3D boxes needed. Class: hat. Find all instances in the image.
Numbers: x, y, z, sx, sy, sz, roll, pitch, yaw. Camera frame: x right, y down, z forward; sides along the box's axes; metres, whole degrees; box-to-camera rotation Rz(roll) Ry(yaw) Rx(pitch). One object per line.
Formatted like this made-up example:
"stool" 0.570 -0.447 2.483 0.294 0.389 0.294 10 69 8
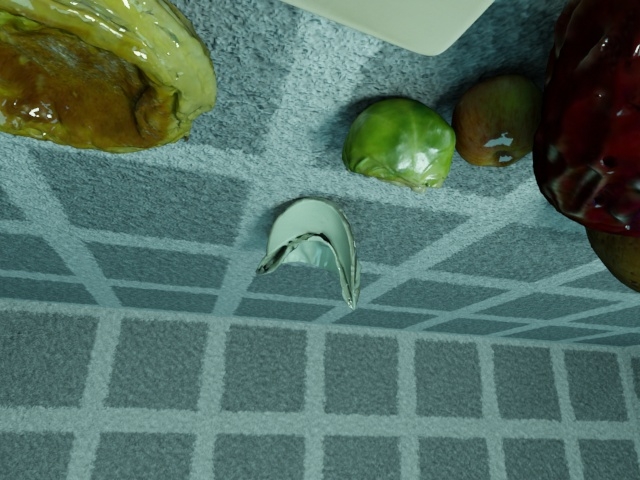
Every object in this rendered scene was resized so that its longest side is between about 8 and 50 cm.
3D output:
"hat" -0.003 0.007 1.058 0.258 0.168 0.301 19 137 10

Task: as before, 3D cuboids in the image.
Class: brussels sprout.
"brussels sprout" 0.115 -0.141 0.647 0.152 0.122 0.149 13 -168 -18

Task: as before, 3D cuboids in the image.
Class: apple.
"apple" 0.242 -0.159 0.610 0.126 0.102 0.126 0 160 0

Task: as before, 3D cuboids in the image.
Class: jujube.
"jujube" 0.346 -0.143 0.450 0.259 0.258 0.376 -8 150 24

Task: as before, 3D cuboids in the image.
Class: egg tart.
"egg tart" -0.274 -0.209 0.458 0.352 0.149 0.352 4 164 1

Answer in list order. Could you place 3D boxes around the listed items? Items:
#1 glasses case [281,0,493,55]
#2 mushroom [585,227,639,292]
"glasses case" 0.001 -0.272 0.369 0.337 0.076 0.144 11 157 -23
"mushroom" 0.647 -0.059 0.733 0.334 0.356 0.331 34 -172 41
